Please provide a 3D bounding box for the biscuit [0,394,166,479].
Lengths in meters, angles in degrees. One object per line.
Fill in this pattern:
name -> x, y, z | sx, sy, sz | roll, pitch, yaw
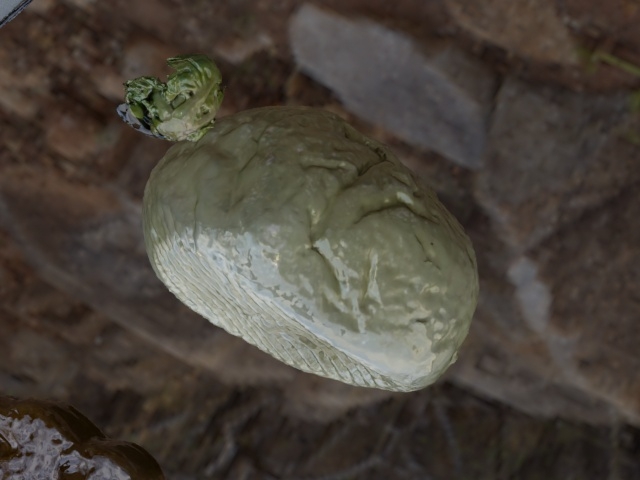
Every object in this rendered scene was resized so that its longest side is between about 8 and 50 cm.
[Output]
biscuit -> -0.288, 0.321, 1.650 | 0.381, 0.359, 0.074 | 13, 176, 24

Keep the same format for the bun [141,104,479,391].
bun -> 0.000, 0.000, 1.832 | 0.352, 0.227, 0.349 | 20, 164, 32

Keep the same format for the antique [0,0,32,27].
antique -> -0.263, -0.277, 1.429 | 0.152, 0.147, 0.148 | 45, -170, -29

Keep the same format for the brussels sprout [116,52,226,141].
brussels sprout -> -0.115, -0.106, 1.387 | 0.085, 0.058, 0.085 | 4, 150, 2
